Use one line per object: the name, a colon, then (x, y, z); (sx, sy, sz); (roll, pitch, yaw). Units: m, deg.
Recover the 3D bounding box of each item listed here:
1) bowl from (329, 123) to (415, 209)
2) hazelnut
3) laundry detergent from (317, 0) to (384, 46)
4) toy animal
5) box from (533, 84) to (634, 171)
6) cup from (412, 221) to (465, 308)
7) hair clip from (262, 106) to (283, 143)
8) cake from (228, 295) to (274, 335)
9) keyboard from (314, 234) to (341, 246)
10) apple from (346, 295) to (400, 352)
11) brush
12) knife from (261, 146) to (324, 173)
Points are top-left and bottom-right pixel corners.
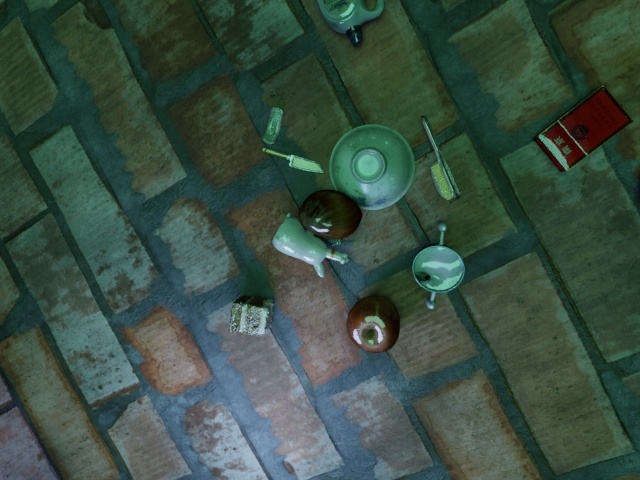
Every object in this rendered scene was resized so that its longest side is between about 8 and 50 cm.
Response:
bowl: (0.173, -0.257, 1.455); (0.312, 0.146, 0.314); (1, 98, 10)
hazelnut: (0.030, -0.085, 1.474); (0.212, 0.181, 0.181); (24, 74, 30)
laundry detergent: (0.103, -0.813, 1.420); (0.214, 0.105, 0.281); (-20, 91, 11)
toy animal: (-0.044, 0.024, 1.539); (0.282, 0.138, 0.141); (26, 112, -16)
box: (0.842, -0.357, 1.346); (0.239, 0.074, 0.153); (-40, 92, 14)
cup: (0.398, 0.084, 1.436); (0.167, 0.173, 0.300); (8, 99, 10)
hair clip: (-0.179, -0.432, 1.566); (0.054, 0.022, 0.138); (19, 100, 8)
cake: (-0.264, 0.293, 1.618); (0.147, 0.135, 0.135); (12, 98, 5)
keyboard: (0.000, 0.000, 1.589); (0.154, 0.010, 0.053); (-7, 96, 12)
apple: (0.196, 0.299, 1.515); (0.200, 0.162, 0.202); (5, 109, 14)
brush: (0.398, -0.282, 1.450); (0.067, 0.072, 0.313); (-22, 91, 27)
knife: (-0.103, -0.299, 1.567); (0.255, 0.022, 0.046); (18, 93, 4)
